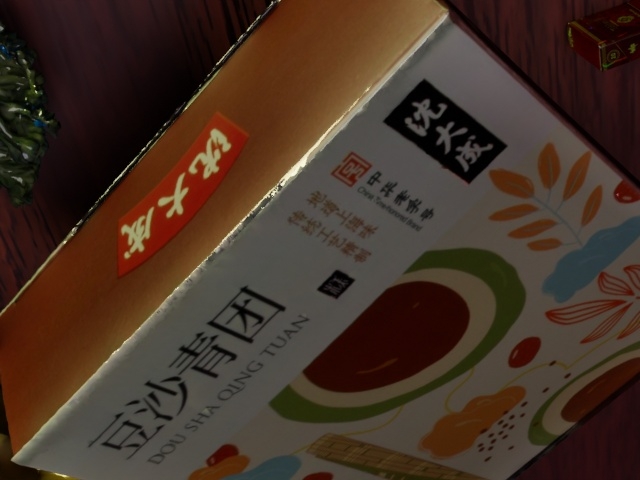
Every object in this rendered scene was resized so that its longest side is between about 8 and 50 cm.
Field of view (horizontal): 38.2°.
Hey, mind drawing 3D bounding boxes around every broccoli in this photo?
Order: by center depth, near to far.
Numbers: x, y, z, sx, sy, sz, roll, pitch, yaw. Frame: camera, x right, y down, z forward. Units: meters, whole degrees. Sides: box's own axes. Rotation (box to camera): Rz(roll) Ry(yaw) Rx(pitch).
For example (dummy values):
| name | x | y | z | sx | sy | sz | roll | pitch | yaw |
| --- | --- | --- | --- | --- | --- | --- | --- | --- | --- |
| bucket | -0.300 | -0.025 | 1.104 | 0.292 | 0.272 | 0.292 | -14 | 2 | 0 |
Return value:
| name | x | y | z | sx | sy | sz | roll | pitch | yaw |
| --- | --- | --- | --- | --- | --- | --- | --- | --- | --- |
| broccoli | -0.239 | -0.069 | 0.550 | 0.154 | 0.160 | 0.167 | 43 | 116 | -5 |

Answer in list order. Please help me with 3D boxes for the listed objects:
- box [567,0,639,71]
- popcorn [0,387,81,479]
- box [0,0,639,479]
| name | x | y | z | sx | sy | sz | roll | pitch | yaw |
| --- | --- | --- | --- | --- | --- | --- | --- | --- | --- |
| box | 0.233 | -0.157 | 0.688 | 0.082 | 0.051 | 0.023 | -20 | 124 | -3 |
| popcorn | -0.217 | 0.249 | 0.690 | 0.349 | 0.349 | 0.381 | -11 | 86 | -9 |
| box | 0.048 | 0.045 | 0.628 | 0.344 | 0.122 | 0.385 | -45 | 133 | 17 |
